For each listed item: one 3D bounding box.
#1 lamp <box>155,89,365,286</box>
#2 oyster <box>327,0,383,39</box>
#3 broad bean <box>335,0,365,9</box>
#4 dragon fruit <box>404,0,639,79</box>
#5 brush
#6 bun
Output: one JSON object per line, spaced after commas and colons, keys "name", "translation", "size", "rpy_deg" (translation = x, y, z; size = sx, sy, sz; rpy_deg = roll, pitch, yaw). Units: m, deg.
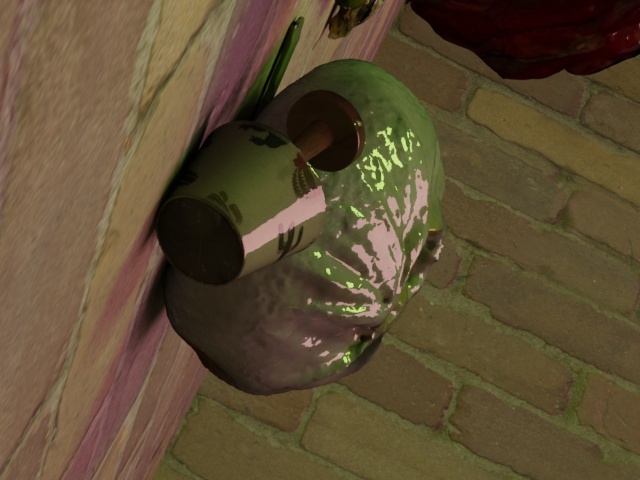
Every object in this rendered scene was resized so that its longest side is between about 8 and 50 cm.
{"name": "lamp", "translation": [-0.039, -0.048, 1.162], "size": [0.214, 0.121, 0.121], "rpy_deg": [-42, 163, -49]}
{"name": "oyster", "translation": [0.061, -0.320, 1.776], "size": [0.166, 0.053, 0.108], "rpy_deg": [-71, -162, 0]}
{"name": "broad bean", "translation": [0.040, -0.287, 1.552], "size": [0.256, 0.052, 0.052], "rpy_deg": [106, -28, -89]}
{"name": "dragon fruit", "translation": [0.185, -0.289, 1.179], "size": [0.329, 0.329, 0.329], "rpy_deg": [-64, 179, -2]}
{"name": "brush", "translation": [-0.045, -0.142, 1.439], "size": [0.033, 0.030, 0.179], "rpy_deg": [-45, 164, -55]}
{"name": "bun", "translation": [0.000, 0.000, 1.418], "size": [0.362, 0.211, 0.362], "rpy_deg": [-51, 166, -18]}
